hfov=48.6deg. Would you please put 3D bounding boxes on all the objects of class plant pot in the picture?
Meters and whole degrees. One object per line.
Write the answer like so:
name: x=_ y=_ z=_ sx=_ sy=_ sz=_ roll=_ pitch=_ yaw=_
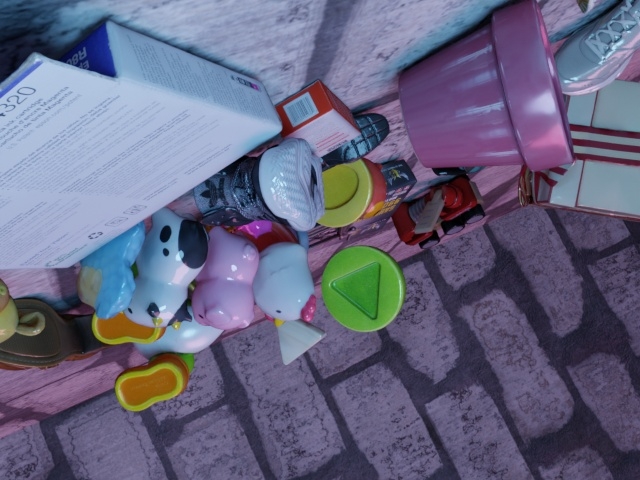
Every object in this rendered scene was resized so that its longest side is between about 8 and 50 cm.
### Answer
plant pot: x=0.202 y=-0.174 z=0.884 sx=0.180 sy=0.201 sz=0.201 roll=-12 pitch=176 yaw=22

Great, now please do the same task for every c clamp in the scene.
c clamp: x=0.000 y=0.000 z=1.295 sx=0.161 sy=0.022 sz=0.137 roll=-20 pitch=160 yaw=-19

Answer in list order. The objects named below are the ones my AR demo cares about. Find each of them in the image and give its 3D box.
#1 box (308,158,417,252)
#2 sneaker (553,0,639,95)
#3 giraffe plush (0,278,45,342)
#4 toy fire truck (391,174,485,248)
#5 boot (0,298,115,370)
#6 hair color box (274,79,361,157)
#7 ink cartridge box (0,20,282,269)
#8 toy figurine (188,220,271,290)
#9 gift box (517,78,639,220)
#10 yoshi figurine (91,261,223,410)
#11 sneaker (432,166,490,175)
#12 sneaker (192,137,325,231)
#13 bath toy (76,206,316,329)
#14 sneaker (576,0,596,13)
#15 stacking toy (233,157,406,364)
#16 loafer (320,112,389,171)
box: x=0.046 y=-0.057 z=1.334 sx=0.231 sy=0.056 sz=0.183 roll=-18 pitch=158 yaw=-27
sneaker: x=0.442 y=-0.315 z=1.021 sx=0.262 sy=0.099 sz=0.121 roll=-35 pitch=161 yaw=6
giraffe plush: x=-0.431 y=0.105 z=0.849 sx=0.210 sy=0.181 sz=0.170 roll=-48 pitch=179 yaw=40
toy fire truck: x=0.262 y=-0.060 z=1.736 sx=0.217 sy=0.158 sz=0.246 roll=-32 pitch=157 yaw=33
boot: x=-0.492 y=0.165 z=1.176 sx=0.220 sy=0.109 sz=0.283 roll=-17 pitch=172 yaw=33
hair color box: x=-0.003 y=-0.147 z=0.882 sx=0.072 sy=0.043 sz=0.141 roll=-28 pitch=169 yaw=12
ink cartridge box: x=-0.243 y=-0.066 z=0.635 sx=0.324 sy=0.071 sz=0.330 roll=-29 pitch=168 yaw=21
toy figurine: x=-0.144 y=-0.015 z=1.075 sx=0.159 sy=0.130 sz=0.173 roll=-35 pitch=-169 yaw=2
gift box: x=0.490 y=-0.167 z=1.234 sx=0.258 sy=0.255 sz=0.276 roll=9 pitch=178 yaw=6
yoshi figurine: x=-0.265 y=0.129 z=1.132 sx=0.203 sy=0.203 sz=0.362 roll=-56 pitch=-178 yaw=12
sneaker: x=0.287 y=-0.181 z=1.237 sx=0.121 sy=0.108 sz=0.302 roll=-24 pitch=169 yaw=-17
sneaker: x=-0.080 y=-0.057 z=0.824 sx=0.153 sy=0.101 sz=0.268 roll=-4 pitch=-178 yaw=6
bath toy: x=-0.136 y=0.058 z=0.937 sx=0.348 sy=0.129 sz=0.151 roll=12 pitch=120 yaw=-46
sneaker: x=0.352 y=-0.319 z=0.906 sx=0.037 sy=0.031 sz=0.083 roll=-26 pitch=171 yaw=3
stacking toy: x=0.006 y=0.025 z=1.143 sx=0.309 sy=0.279 sz=0.130 roll=-29 pitch=174 yaw=26
loafer: x=0.017 y=-0.132 z=0.998 sx=0.170 sy=0.062 sz=0.061 roll=-24 pitch=-168 yaw=9
